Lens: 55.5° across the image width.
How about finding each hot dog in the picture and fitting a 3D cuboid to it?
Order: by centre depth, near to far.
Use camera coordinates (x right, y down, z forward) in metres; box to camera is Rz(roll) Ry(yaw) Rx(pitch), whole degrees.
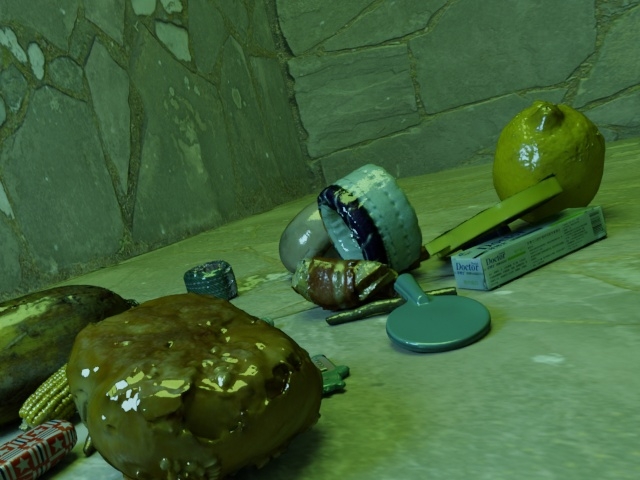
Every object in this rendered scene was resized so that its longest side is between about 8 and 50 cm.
[{"bbox_3d":[0.045,0.084,1.157,0.213,0.103,0.146,2,-6,25],"label":"hot dog"}]

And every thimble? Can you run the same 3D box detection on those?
[{"bbox_3d":[0.104,-0.030,1.276,0.150,0.237,0.237,-30,13,-12],"label":"thimble"},{"bbox_3d":[-0.275,0.107,1.516,0.118,0.090,0.135,-22,14,-30],"label":"thimble"}]

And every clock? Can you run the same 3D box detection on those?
[{"bbox_3d":[0.356,-0.031,1.232,0.293,0.071,0.277,-33,-10,19],"label":"clock"}]

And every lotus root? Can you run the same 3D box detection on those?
[{"bbox_3d":[-0.479,0.188,1.028,0.179,0.196,0.397,1,14,42],"label":"lotus root"}]

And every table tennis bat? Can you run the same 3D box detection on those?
[{"bbox_3d":[0.165,0.106,0.941,0.152,0.040,0.244,-14,18,-6],"label":"table tennis bat"}]

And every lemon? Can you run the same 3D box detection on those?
[{"bbox_3d":[0.517,-0.177,1.388,0.245,0.320,0.245,-8,45,9],"label":"lemon"}]

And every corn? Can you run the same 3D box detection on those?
[{"bbox_3d":[-0.380,0.222,0.948,0.068,0.068,0.207,-8,27,36],"label":"corn"}]

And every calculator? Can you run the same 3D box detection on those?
[{"bbox_3d":[-0.009,0.187,0.843,0.094,0.019,0.141,-14,8,-15],"label":"calculator"}]

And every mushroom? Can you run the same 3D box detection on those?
[{"bbox_3d":[0.000,0.000,1.542,0.226,0.178,0.226,-39,-11,-9],"label":"mushroom"}]

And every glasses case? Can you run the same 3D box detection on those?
[{"bbox_3d":[-0.384,0.283,0.736,0.073,0.049,0.194,-6,12,37],"label":"glasses case"}]

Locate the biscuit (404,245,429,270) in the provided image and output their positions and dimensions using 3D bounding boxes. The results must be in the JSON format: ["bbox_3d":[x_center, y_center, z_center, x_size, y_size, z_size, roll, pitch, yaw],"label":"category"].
[{"bbox_3d":[0.131,0.050,1.416,0.236,0.039,0.180,-11,11,29],"label":"biscuit"}]

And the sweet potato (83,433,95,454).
[{"bbox_3d":[-0.290,0.225,0.920,0.067,0.059,0.281,-23,8,1],"label":"sweet potato"}]

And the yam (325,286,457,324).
[{"bbox_3d":[0.122,0.115,1.060,0.234,0.027,0.029,-14,39,6],"label":"yam"}]

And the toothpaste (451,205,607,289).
[{"bbox_3d":[0.400,0.009,1.144,0.336,0.067,0.081,-19,7,-28],"label":"toothpaste"}]

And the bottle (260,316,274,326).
[{"bbox_3d":[-0.123,0.165,1.115,0.083,0.030,0.030,-21,11,-42],"label":"bottle"}]

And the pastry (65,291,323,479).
[{"bbox_3d":[-0.145,0.172,0.693,0.255,0.162,0.311,-8,14,-31],"label":"pastry"}]
